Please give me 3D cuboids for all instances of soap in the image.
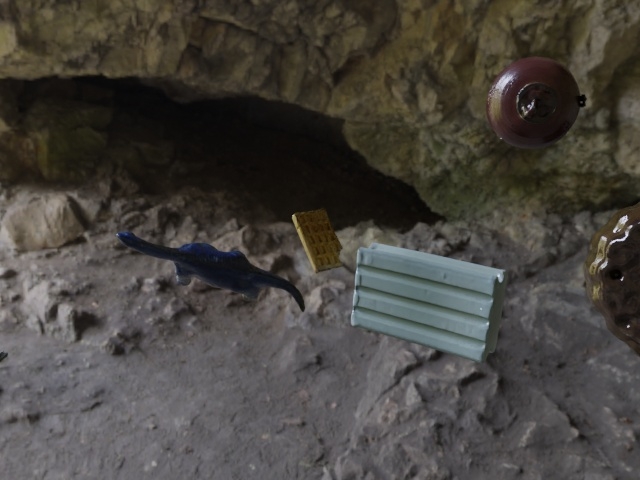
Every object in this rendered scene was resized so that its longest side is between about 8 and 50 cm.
[{"bbox_3d":[0.194,0.108,1.136,0.266,0.159,0.088,12,15,29],"label":"soap"}]

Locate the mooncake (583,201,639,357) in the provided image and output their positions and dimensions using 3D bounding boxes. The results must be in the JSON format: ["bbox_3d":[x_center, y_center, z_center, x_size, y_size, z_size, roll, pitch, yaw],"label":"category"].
[{"bbox_3d":[0.655,0.068,1.126,0.324,0.323,0.187,18,11,21],"label":"mooncake"}]

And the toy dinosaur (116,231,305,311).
[{"bbox_3d":[-0.134,0.040,0.832,0.248,0.075,0.188,19,-8,1],"label":"toy dinosaur"}]

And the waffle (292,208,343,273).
[{"bbox_3d":[0.000,0.000,1.263,0.092,0.021,0.135,-11,72,-42],"label":"waffle"}]

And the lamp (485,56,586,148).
[{"bbox_3d":[0.412,-0.263,1.187,0.180,0.180,0.258,13,13,10],"label":"lamp"}]

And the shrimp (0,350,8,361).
[{"bbox_3d":[-0.297,0.105,0.461,0.073,0.074,0.190,33,2,-14],"label":"shrimp"}]
